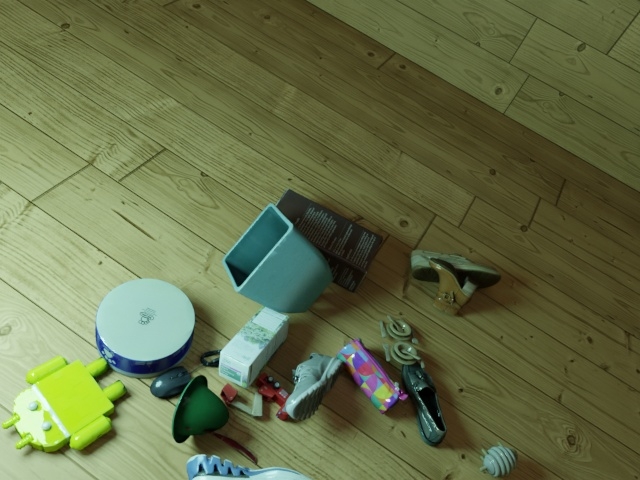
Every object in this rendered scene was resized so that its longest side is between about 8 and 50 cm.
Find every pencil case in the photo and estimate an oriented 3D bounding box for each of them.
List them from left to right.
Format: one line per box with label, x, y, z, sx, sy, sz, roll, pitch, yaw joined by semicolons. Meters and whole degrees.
pencil case;0.153;0.402;1.626;0.104;0.104;0.236;-29;65;-36

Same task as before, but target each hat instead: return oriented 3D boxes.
hat;-0.245;0.450;1.366;0.183;0.208;0.173;14;72;13

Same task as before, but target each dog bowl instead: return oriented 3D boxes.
dog bowl;-0.486;0.240;1.516;0.265;0.104;0.265;10;49;-12

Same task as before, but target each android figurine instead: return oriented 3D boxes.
android figurine;-0.637;0.407;1.355;0.273;0.056;0.248;-28;66;-38

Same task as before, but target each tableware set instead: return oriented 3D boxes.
tableware set;0.263;0.317;1.742;0.128;0.039;0.194;13;31;-10

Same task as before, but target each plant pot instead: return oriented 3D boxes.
plant pot;-0.110;0.081;1.664;0.252;0.247;0.248;40;3;-28

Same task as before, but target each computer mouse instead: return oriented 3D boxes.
computer mouse;-0.356;0.361;1.506;0.242;0.041;0.071;-26;63;-36

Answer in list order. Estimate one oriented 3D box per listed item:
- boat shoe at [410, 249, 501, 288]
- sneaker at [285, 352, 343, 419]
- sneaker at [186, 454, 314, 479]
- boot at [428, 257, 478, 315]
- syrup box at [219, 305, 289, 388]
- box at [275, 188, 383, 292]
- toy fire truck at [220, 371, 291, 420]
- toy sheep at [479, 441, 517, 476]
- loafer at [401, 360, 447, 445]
boat shoe;0.498;0.095;1.995;0.341;0.121;0.110;10;50;-11
sneaker;-0.040;0.407;1.534;0.115;0.105;0.281;21;19;18
sneaker;-0.181;0.636;1.284;0.315;0.127;0.182;11;44;-3
boot;0.431;0.164;1.894;0.197;0.152;0.073;35;26;11
syrup box;-0.185;0.299;1.551;0.093;0.096;0.237;21;36;16
box;0.000;0.000;1.879;0.381;0.143;0.191;29;48;2
toy fire truck;-0.167;0.442;1.505;0.192;0.047;0.135;39;50;12
toy sheep;0.515;0.639;1.575;0.132;0.091;0.091;-19;60;-16
loafer;0.322;0.473;1.637;0.096;0.084;0.267;1;52;-20
